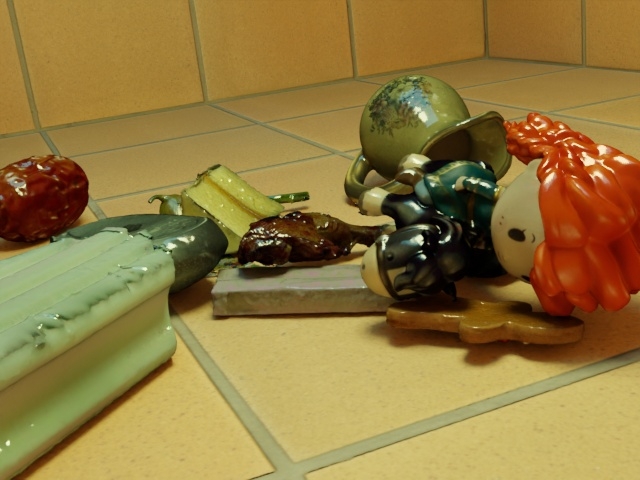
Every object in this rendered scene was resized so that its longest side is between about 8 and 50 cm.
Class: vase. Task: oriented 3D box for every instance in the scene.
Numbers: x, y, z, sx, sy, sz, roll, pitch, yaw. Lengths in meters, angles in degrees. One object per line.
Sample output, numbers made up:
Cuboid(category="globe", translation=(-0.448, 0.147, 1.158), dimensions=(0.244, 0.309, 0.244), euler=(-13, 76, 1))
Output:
Cuboid(category="vase", translation=(0.194, -0.182, 1.758), dimensions=(0.329, 0.241, 0.302), euler=(-37, 37, -4))

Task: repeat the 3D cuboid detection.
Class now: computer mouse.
Cuboid(category="computer mouse", translation=(-0.301, 0.031, 1.376), dimensions=(0.374, 0.114, 0.203), euler=(4, 22, 44))

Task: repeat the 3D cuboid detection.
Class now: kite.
Cuboid(category="kite", translation=(-0.111, 0.027, 1.491), dimensions=(0.244, 0.006, 0.198), euler=(-21, 23, -39))

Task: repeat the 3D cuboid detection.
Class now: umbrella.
Cuboid(category="umbrella", translation=(0.292, -0.009, 1.315), dimensions=(0.272, 0.122, 0.110), euler=(-22, -20, -31))

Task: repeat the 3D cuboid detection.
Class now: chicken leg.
Cuboid(category="chicken leg", translation=(-0.010, -0.002, 1.357), dimensions=(0.177, 0.083, 0.322), euler=(7, 9, 26))

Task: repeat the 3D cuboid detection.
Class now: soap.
Cuboid(category="soap", translation=(-0.353, 0.120, 1.046), dimensions=(0.261, 0.156, 0.446), euler=(2, 20, 25))

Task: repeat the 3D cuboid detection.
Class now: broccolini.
Cuboid(category="broccolini", translation=(-0.150, -0.091, 1.801), dimensions=(0.271, 0.062, 0.123), euler=(-2, 28, 12))

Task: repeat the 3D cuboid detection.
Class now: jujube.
Cuboid(category="jujube", translation=(-0.596, -0.089, 1.756), dimensions=(0.174, 0.174, 0.250), euler=(1, 23, 23))

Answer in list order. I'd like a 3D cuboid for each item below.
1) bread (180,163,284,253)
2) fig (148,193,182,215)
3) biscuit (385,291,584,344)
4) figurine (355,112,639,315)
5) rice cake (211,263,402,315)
Cuboid(category="bread", translation=(-0.188, -0.052, 1.611), dimensions=(0.142, 0.178, 0.266), euler=(-38, 6, 15))
Cuboid(category="fig", translation=(-0.293, -0.061, 1.682), dimensions=(0.084, 0.098, 0.082), euler=(-44, 18, -32))
Cuboid(category="biscuit", translation=(0.212, 0.106, 1.079), dimensions=(0.250, 0.036, 0.165), euler=(6, 11, 32))
Cuboid(category="figurine", translation=(0.236, -0.027, 1.117), dimensions=(0.412, 0.241, 0.306), euler=(-4, 22, 24))
Cuboid(category="rice cake", translation=(-0.019, 0.073, 1.246), dimensions=(0.298, 0.050, 0.106), euler=(-2, 17, 11))
